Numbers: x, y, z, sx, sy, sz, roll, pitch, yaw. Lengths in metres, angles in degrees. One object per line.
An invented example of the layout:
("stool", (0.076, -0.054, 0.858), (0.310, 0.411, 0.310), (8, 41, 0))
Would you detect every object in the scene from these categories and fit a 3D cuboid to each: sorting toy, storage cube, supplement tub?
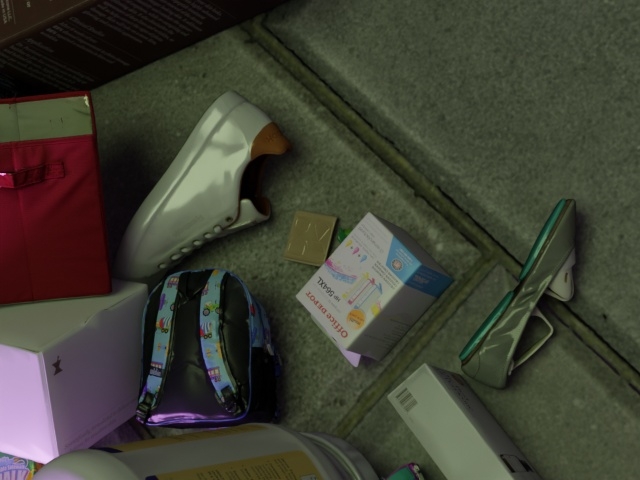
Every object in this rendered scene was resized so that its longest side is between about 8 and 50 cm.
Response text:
("sorting toy", (0.000, 0.000, 1.646), (0.083, 0.012, 0.062), (11, 79, 33))
("storage cube", (-0.340, -0.048, 1.646), (0.183, 0.215, 0.193), (-7, 113, -9))
("supplement tub", (-0.111, 0.309, 1.421), (0.241, 0.331, 0.241), (1, 92, 45))

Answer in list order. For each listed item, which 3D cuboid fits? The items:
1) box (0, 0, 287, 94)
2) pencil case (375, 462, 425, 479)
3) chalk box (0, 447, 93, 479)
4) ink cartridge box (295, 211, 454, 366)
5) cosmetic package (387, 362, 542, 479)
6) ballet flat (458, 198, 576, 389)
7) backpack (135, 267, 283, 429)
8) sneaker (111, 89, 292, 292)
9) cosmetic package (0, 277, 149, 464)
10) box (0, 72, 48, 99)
("box", (-0.227, -0.317, 1.739), (0.381, 0.191, 0.143), (-18, 70, 23))
("pencil case", (0.121, 0.297, 1.482), (0.151, 0.064, 0.070), (42, 118, 28))
("chalk box", (-0.348, 0.305, 1.692), (0.132, 0.132, 0.213), (-15, 72, 24))
("ink cartridge box", (0.053, 0.058, 1.559), (0.143, 0.090, 0.092), (-49, 61, 9))
("cosmetic package", (0.173, 0.234, 1.451), (0.060, 0.099, 0.239), (-43, 63, 11))
("ballet flat", (0.223, 0.059, 1.492), (0.068, 0.072, 0.213), (32, 96, 2))
("backpack", (-0.124, 0.123, 1.623), (0.158, 0.117, 0.173), (-8, 76, 27))
("sneaker", (-0.138, -0.024, 1.674), (0.123, 0.106, 0.290), (37, 108, 8))
("cosmetic package", (-0.391, 0.124, 1.692), (0.365, 0.197, 0.155), (10, 116, 32))
("box", (-0.415, -0.179, 1.812), (0.147, 0.180, 0.077), (39, 98, 30))
